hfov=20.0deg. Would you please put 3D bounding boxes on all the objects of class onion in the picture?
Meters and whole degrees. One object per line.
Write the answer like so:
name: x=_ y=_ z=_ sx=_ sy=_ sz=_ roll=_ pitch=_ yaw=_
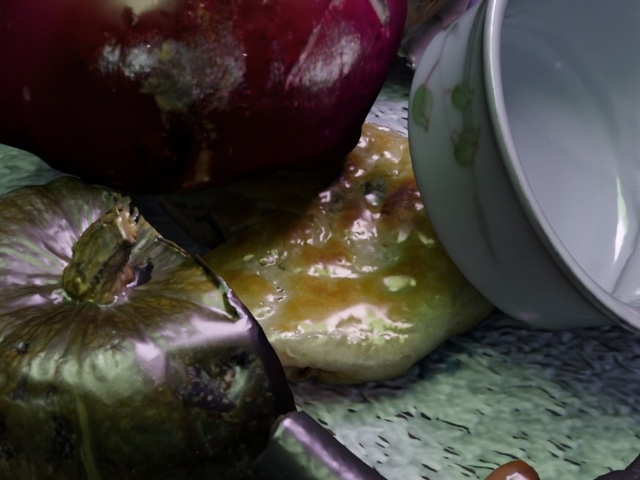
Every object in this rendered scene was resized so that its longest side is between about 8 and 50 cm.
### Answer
onion: x=-0.114 y=-0.265 z=1.466 sx=0.398 sy=0.420 sz=0.398 roll=8 pitch=28 yaw=-4

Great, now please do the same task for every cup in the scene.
cup: x=0.194 y=-0.068 z=1.438 sx=0.163 sy=0.347 sz=0.347 roll=-21 pitch=26 yaw=43

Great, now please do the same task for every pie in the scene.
pie: x=0.000 y=0.000 z=1.521 sx=0.338 sy=0.075 sz=0.337 roll=-3 pitch=40 yaw=2

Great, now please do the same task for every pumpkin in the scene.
pumpkin: x=-0.190 y=0.090 z=1.318 sx=0.232 sy=0.242 sz=0.325 roll=-26 pitch=41 yaw=-34

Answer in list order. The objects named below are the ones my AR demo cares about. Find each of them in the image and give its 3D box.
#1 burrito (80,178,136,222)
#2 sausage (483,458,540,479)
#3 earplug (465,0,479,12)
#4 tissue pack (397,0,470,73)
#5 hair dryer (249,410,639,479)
burrito: x=-0.187 y=-0.033 z=1.601 sx=0.051 sy=0.042 sz=0.171 roll=-26 pitch=37 yaw=9
sausage: x=0.089 y=0.211 z=1.299 sx=0.177 sy=0.047 sz=0.040 roll=-29 pitch=29 yaw=-26
earplug: x=0.353 y=-0.200 z=1.626 sx=0.456 sy=0.215 sz=0.215 roll=-6 pitch=42 yaw=2
tissue pack: x=0.104 y=-0.293 z=1.774 sx=0.239 sy=0.238 sz=0.305 roll=19 pitch=47 yaw=24
hair dryer: x=0.141 y=0.188 z=1.262 sx=0.304 sy=0.120 sz=0.359 roll=43 pitch=40 yaw=12
